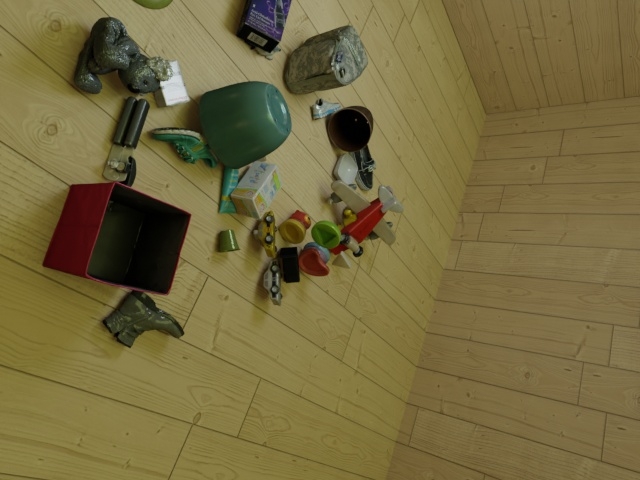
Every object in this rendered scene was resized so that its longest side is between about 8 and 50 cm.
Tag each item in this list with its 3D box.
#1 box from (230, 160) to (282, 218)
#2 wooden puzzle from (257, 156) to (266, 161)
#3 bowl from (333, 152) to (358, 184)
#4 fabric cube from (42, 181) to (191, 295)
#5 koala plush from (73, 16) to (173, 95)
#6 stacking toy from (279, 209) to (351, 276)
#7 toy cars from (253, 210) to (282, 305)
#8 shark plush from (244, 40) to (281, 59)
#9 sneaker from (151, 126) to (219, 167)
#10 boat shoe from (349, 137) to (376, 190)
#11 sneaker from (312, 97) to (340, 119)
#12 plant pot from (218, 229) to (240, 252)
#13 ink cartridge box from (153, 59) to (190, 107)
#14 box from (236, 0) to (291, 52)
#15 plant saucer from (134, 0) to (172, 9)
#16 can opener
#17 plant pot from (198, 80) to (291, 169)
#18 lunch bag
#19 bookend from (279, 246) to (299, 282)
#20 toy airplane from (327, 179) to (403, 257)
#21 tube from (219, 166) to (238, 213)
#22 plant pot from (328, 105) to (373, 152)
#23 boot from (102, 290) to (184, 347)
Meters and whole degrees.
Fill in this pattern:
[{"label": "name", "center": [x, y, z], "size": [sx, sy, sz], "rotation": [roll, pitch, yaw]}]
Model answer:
[{"label": "box", "center": [-0.247, -0.198, 1.795], "size": [0.114, 0.103, 0.203], "rotation": [77, 34, -49]}, {"label": "wooden puzzle", "center": [-0.251, -0.356, 1.881], "size": [0.078, 0.014, 0.116], "rotation": [-12, 103, -55]}, {"label": "bowl", "center": [0.120, -0.353, 2.318], "size": [0.142, 0.053, 0.142], "rotation": [45, 59, -45]}, {"label": "fabric cube", "center": [-0.574, -0.002, 1.306], "size": [0.254, 0.258, 0.259], "rotation": [27, 72, -50]}, {"label": "koala plush", "center": [-0.561, -0.513, 1.342], "size": [0.221, 0.196, 0.203], "rotation": [23, 56, -46]}, {"label": "stacking toy", "center": [0.000, 0.000, 2.029], "size": [0.130, 0.279, 0.309], "rotation": [-58, 134, -46]}, {"label": "toy cars", "center": [-0.217, 0.077, 1.895], "size": [0.176, 0.087, 0.394], "rotation": [-83, 168, -76]}, {"label": "shark plush", "center": [-0.238, -0.782, 1.855], "size": [0.161, 0.073, 0.067], "rotation": [-9, 80, -31]}, {"label": "sneaker", "center": [-0.447, -0.319, 1.570], "size": [0.275, 0.107, 0.110], "rotation": [11, 93, -52]}, {"label": "boat shoe", "center": [0.240, -0.401, 2.422], "size": [0.113, 0.105, 0.306], "rotation": [-41, 123, -42]}, {"label": "sneaker", "center": [0.028, -0.636, 2.168], "size": [0.190, 0.071, 0.083], "rotation": [-38, 116, -44]}, {"label": "plant pot", "center": [-0.350, 0.001, 1.741], "size": [0.083, 0.083, 0.079], "rotation": [-2, 82, -52]}, {"label": "ink cartridge box", "center": [-0.503, -0.515, 1.513], "size": [0.099, 0.056, 0.135], "rotation": [-33, 118, -45]}, {"label": "box", "center": [-0.216, -0.863, 1.769], "size": [0.153, 0.108, 0.207], "rotation": [18, 78, -26]}, {"label": "plant saucer", "center": [-0.546, -0.863, 1.447], "size": [0.241, 0.037, 0.241], "rotation": [-5, 96, -52]}, {"label": "can opener", "center": [-0.595, -0.305, 1.419], "size": [0.093, 0.074, 0.280], "rotation": [71, 31, -81]}, {"label": "plant pot", "center": [-0.245, -0.425, 1.628], "size": [0.293, 0.235, 0.293], "rotation": [-14, 90, -68]}, {"label": "lunch bag", "center": [0.021, -0.745, 1.959], "size": [0.212, 0.305, 0.256], "rotation": [57, 50, -36]}, {"label": "bookend", "center": [-0.129, 0.119, 1.953], "size": [0.156, 0.072, 0.157], "rotation": [-99, -176, -78]}, {"label": "toy airplane", "center": [0.212, -0.131, 2.280], "size": [0.384, 0.272, 0.386], "rotation": [-8, 116, -19]}, {"label": "tube", "center": [-0.345, -0.206, 1.751], "size": [0.080, 0.052, 0.207], "rotation": [0, 100, -47]}, {"label": "plant pot", "center": [0.177, -0.579, 2.273], "size": [0.230, 0.215, 0.215], "rotation": [-55, 134, -52]}, {"label": "boot", "center": [-0.573, 0.282, 1.488], "size": [0.161, 0.083, 0.246], "rotation": [-54, 126, -25]}]
